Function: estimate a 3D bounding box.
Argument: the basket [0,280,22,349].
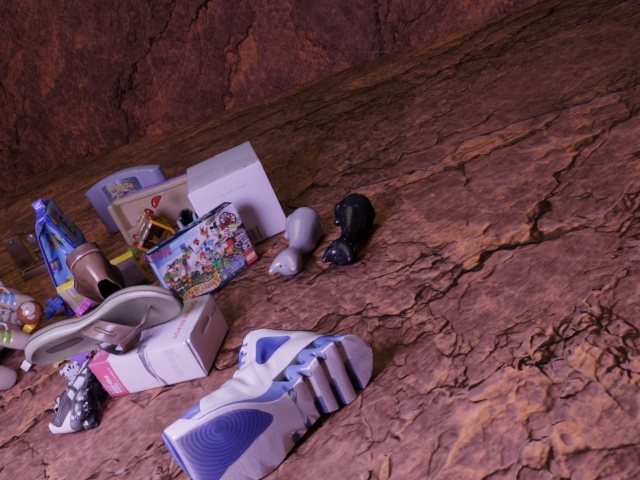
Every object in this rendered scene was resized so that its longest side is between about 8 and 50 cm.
[{"bbox_3d":[-0.947,0.194,1.477,0.267,0.328,0.331,-23,23,16],"label":"basket"}]

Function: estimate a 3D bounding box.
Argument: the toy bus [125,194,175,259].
[{"bbox_3d":[-0.482,-0.022,1.815,0.191,0.104,0.202,-41,33,46],"label":"toy bus"}]

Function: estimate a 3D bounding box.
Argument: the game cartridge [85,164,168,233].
[{"bbox_3d":[-0.646,-0.147,2.117,0.294,0.196,0.060,-17,23,16],"label":"game cartridge"}]

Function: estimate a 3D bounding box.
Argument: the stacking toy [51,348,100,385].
[{"bbox_3d":[-0.494,0.225,1.373,0.221,0.052,0.167,-35,26,-27],"label":"stacking toy"}]

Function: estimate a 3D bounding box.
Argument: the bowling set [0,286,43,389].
[{"bbox_3d":[-0.725,0.170,1.377,0.200,0.154,0.287,-42,48,31],"label":"bowling set"}]

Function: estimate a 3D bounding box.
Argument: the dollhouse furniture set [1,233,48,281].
[{"bbox_3d":[-0.996,0.046,2.117,0.144,0.123,0.151,-28,24,-10],"label":"dollhouse furniture set"}]

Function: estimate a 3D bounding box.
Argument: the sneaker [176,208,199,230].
[{"bbox_3d":[-0.342,-0.037,1.686,0.086,0.132,0.229,-27,24,-9],"label":"sneaker"}]

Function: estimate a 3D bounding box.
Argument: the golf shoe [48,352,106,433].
[{"bbox_3d":[-0.461,0.288,1.179,0.094,0.077,0.198,-22,22,3],"label":"golf shoe"}]

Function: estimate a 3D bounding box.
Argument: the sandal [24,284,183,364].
[{"bbox_3d":[-0.382,0.172,1.118,0.303,0.120,0.086,-25,54,4],"label":"sandal"}]

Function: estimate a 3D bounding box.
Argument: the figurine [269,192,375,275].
[{"bbox_3d":[0.000,0.000,1.365,0.215,0.092,0.209,-13,30,24],"label":"figurine"}]

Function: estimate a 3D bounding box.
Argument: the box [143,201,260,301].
[{"bbox_3d":[-0.267,0.036,1.429,0.233,0.159,0.044,-37,25,-28],"label":"box"}]

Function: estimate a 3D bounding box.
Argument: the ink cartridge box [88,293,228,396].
[{"bbox_3d":[-0.306,0.202,1.200,0.218,0.092,0.158,-17,25,18],"label":"ink cartridge box"}]

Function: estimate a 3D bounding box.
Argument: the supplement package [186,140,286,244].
[{"bbox_3d":[-0.227,-0.117,1.668,0.199,0.198,0.262,-25,24,-3],"label":"supplement package"}]

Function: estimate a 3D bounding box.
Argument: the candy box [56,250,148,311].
[{"bbox_3d":[-0.564,0.110,1.612,0.206,0.105,0.027,-27,52,-10],"label":"candy box"}]

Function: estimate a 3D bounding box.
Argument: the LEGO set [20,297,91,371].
[{"bbox_3d":[-0.651,0.194,1.492,0.093,0.087,0.227,-52,3,40],"label":"LEGO set"}]

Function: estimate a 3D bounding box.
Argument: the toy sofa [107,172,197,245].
[{"bbox_3d":[-0.471,-0.130,1.980,0.363,0.150,0.177,-17,25,15],"label":"toy sofa"}]

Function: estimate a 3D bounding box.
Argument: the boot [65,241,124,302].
[{"bbox_3d":[-0.517,0.114,1.479,0.112,0.115,0.305,-37,-12,-17],"label":"boot"}]

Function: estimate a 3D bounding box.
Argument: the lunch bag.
[{"bbox_3d":[-0.703,0.020,1.692,0.138,0.293,0.221,-28,24,-9],"label":"lunch bag"}]

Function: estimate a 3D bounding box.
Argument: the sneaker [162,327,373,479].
[{"bbox_3d":[-0.090,0.229,0.930,0.316,0.127,0.182,-28,19,-27],"label":"sneaker"}]
